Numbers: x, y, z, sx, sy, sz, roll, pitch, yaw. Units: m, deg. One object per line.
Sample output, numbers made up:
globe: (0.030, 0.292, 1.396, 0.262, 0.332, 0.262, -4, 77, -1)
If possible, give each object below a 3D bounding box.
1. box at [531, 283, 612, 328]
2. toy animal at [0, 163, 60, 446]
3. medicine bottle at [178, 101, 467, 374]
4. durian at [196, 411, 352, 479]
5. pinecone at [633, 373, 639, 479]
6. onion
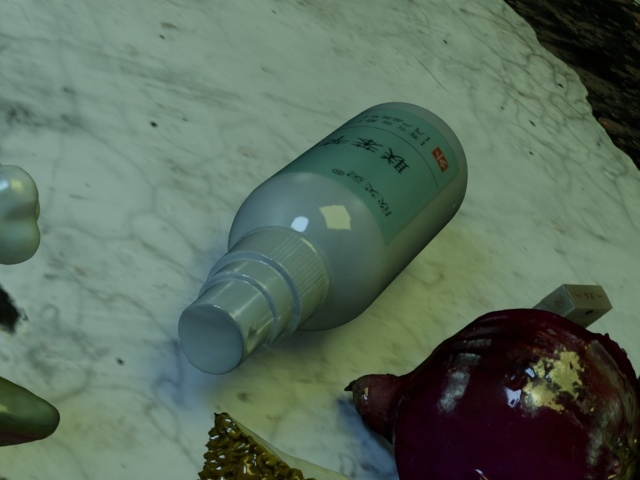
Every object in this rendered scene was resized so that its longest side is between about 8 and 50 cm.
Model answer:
box: (0.176, 0.064, 1.199, 0.053, 0.083, 0.024, 4, 51, -48)
toy animal: (-0.263, 0.055, 0.629, 0.363, 0.180, 0.181, 7, 50, -54)
medicine bottle: (0.000, 0.000, 1.057, 0.110, 0.110, 0.352, 42, 30, 4)
durian: (0.028, 0.196, 0.803, 0.249, 0.183, 0.138, 20, 62, -21)
pinecone: (0.292, 0.182, 1.039, 0.224, 0.224, 0.273, 27, 35, -23)
onion: (0.095, 0.131, 0.975, 0.198, 0.173, 0.135, 4, 31, 25)
